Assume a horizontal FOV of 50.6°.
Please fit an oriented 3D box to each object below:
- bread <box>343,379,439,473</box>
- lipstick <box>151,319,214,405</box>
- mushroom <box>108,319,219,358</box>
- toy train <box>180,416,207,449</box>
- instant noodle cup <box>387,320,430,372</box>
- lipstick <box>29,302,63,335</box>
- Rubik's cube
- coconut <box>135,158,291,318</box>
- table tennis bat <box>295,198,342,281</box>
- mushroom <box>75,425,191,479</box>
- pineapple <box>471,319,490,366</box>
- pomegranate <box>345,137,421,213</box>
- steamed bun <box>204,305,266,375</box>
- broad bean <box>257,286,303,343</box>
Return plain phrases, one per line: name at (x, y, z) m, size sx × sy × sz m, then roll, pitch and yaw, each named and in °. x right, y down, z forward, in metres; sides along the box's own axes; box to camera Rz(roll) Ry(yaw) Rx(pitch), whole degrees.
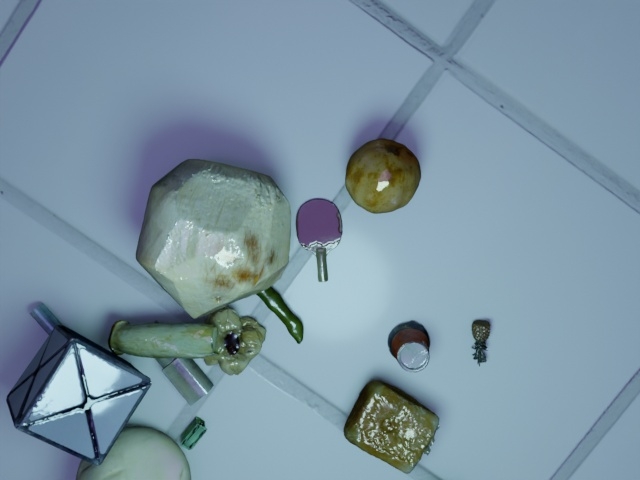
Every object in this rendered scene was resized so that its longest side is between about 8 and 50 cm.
bread at (0.200, 0.518, 1.887) m, size 0.246 × 0.176 × 0.195 m, roll 31°, pitch 85°, yaw 0°
lipstick at (-0.414, 0.344, 1.922) m, size 0.077 × 0.079 × 0.253 m, roll -38°, pitch 93°, yaw 9°
mushroom at (-0.428, 0.270, 1.833) m, size 0.312 × 0.081 × 0.099 m, roll 1°, pitch 100°, yaw 12°
toy train at (-0.368, 0.559, 1.963) m, size 0.038 × 0.056 × 0.093 m, roll 36°, pitch 98°, yaw -21°
instant noodle cup at (0.252, 0.302, 1.874) m, size 0.127 × 0.135 × 0.127 m, roll 0°, pitch 99°, yaw 2°
lipstick at (-0.759, 0.253, 1.932) m, size 0.048 × 0.048 × 0.158 m, roll -39°, pitch 95°, yaw 6°
Rubik's cube at (-0.635, 0.399, 1.786) m, size 0.259 × 0.260 × 0.254 m, roll 36°, pitch 77°, yaw -29°
coconut at (-0.269, 0.005, 1.740) m, size 0.416 × 0.344 × 0.415 m, roll 0°, pitch 94°, yaw 2°
table tennis bat at (0.000, 0.000, 1.897) m, size 0.131 × 0.022 × 0.234 m, roll -5°, pitch 96°, yaw 1°
mushroom at (-0.512, 0.701, 1.868) m, size 0.315 × 0.315 × 0.355 m, roll -1°, pitch 90°, yaw 1°
pineapple at (0.456, 0.289, 1.913) m, size 0.058 × 0.058 × 0.124 m, roll -5°, pitch 103°, yaw 2°
pomegranate at (0.165, -0.166, 1.776) m, size 0.207 × 0.207 × 0.207 m, roll 0°, pitch 98°, yaw 1°
steamed bun at (-0.264, 0.289, 1.898) m, size 0.177 × 0.106 × 0.192 m, roll 36°, pitch 99°, yaw -2°
broad bean at (-0.121, 0.187, 1.912) m, size 0.053 × 0.052 × 0.256 m, roll -29°, pitch 102°, yaw 47°
